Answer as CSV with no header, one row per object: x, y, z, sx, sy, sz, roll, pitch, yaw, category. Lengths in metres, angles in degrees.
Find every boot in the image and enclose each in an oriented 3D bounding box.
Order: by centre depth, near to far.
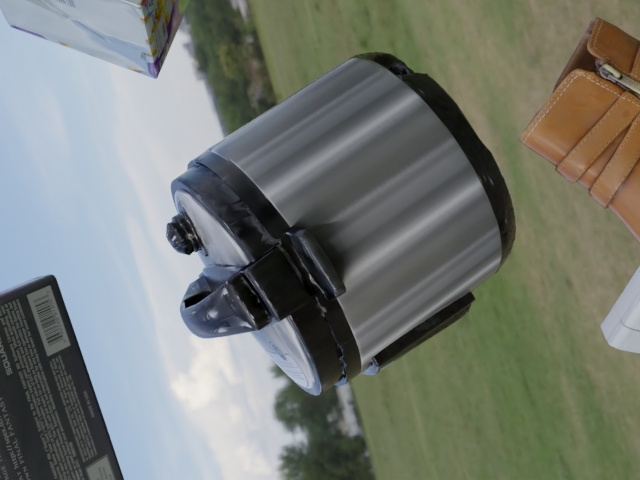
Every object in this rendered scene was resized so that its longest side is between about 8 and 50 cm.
0.248,-0.027,0.783,0.283,0.220,0.109,-60,1,-22,boot

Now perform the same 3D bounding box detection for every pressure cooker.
-0.004,-0.005,1.410,0.375,0.420,0.370,45,161,35,pressure cooker

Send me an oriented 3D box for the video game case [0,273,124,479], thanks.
-0.240,0.153,0.666,0.274,0.026,0.196,-27,-77,-55,video game case

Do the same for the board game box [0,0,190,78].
-0.155,-0.303,0.881,0.142,0.144,0.275,102,-172,-76,board game box

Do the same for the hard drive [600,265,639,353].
0.481,-0.005,1.107,0.047,0.233,0.353,-99,25,-51,hard drive
